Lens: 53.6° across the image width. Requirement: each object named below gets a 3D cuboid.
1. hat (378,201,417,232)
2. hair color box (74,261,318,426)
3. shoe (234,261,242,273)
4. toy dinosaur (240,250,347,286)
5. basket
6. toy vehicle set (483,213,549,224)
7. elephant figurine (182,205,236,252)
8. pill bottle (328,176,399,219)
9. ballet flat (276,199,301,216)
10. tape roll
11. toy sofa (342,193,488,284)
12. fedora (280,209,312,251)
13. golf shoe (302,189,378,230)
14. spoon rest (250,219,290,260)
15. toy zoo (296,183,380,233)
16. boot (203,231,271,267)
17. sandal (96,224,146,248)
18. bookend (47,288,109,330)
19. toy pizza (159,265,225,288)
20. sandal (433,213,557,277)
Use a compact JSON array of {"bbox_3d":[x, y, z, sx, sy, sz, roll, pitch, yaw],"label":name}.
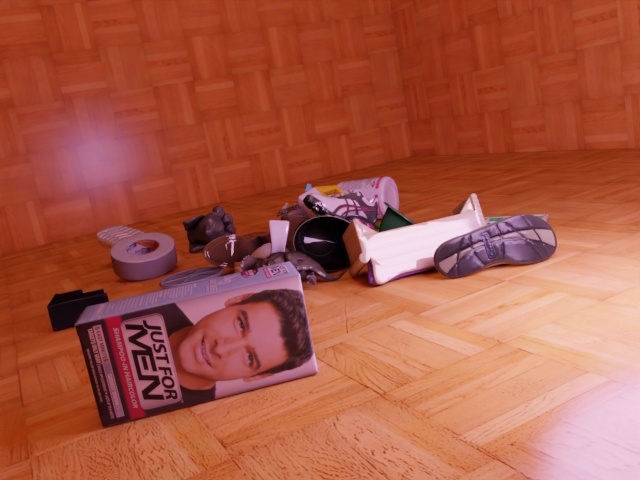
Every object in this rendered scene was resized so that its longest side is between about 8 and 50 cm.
[{"bbox_3d":[0.212,-0.003,1.985,0.208,0.184,0.173,32,6,-26],"label":"hat"},{"bbox_3d":[-0.207,0.174,1.106,0.374,0.185,0.113,-13,11,-9],"label":"hair color box"},{"bbox_3d":[-0.149,0.091,1.808,0.219,0.058,0.076,-1,-11,25],"label":"shoe"},{"bbox_3d":[-0.093,0.071,1.678,0.313,0.121,0.160,-15,25,-1],"label":"toy dinosaur"},{"bbox_3d":[0.000,0.000,1.861,0.204,0.154,0.227,9,2,-13],"label":"basket"},{"bbox_3d":[0.507,-0.035,1.844,0.266,0.035,0.166,-2,14,36],"label":"toy vehicle set"},{"bbox_3d":[-0.462,-0.024,2.472,0.239,0.186,0.169,-17,51,25],"label":"elephant figurine"},{"bbox_3d":[0.145,-0.154,2.443,0.283,0.160,0.160,-4,13,30],"label":"pill bottle"},{"bbox_3d":[-0.101,-0.115,2.172,0.114,0.041,0.041,-18,13,-12],"label":"ballet flat"},{"bbox_3d":[-0.610,0.052,2.195,0.219,0.072,0.219,-1,29,1],"label":"tape roll"},{"bbox_3d":[0.252,0.012,1.655,0.362,0.177,0.150,-13,-13,-12],"label":"toy sofa"},{"bbox_3d":[-0.050,-0.040,2.157,0.275,0.124,0.243,0,15,43],"label":"fedora"},{"bbox_3d":[0.064,-0.110,1.943,0.272,0.120,0.105,20,-1,-37],"label":"golf shoe"},{"bbox_3d":[-0.133,0.033,1.819,0.137,0.084,0.276,2,-23,-8],"label":"spoon rest"},{"bbox_3d":[0.053,-0.093,2.091,0.293,0.030,0.192,44,40,22],"label":"toy zoo"},{"bbox_3d":[-0.281,0.026,2.072,0.283,0.109,0.220,-20,6,-31],"label":"boot"},{"bbox_3d":[-0.716,0.039,2.422,0.169,0.102,0.416,-22,31,-31],"label":"sandal"},{"bbox_3d":[-0.665,0.182,1.771,0.156,0.072,0.157,-13,11,-14],"label":"bookend"},{"bbox_3d":[-0.387,0.120,1.922,0.201,0.032,0.201,-10,10,2],"label":"toy pizza"},{"bbox_3d":[0.416,0.012,1.526,0.302,0.120,0.086,-11,-2,0],"label":"sandal"}]
